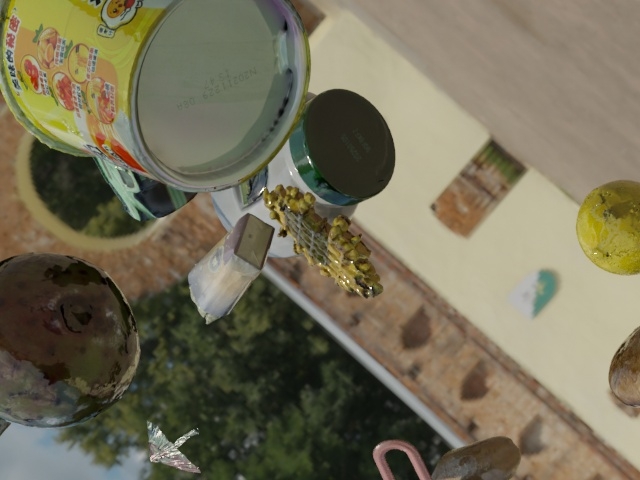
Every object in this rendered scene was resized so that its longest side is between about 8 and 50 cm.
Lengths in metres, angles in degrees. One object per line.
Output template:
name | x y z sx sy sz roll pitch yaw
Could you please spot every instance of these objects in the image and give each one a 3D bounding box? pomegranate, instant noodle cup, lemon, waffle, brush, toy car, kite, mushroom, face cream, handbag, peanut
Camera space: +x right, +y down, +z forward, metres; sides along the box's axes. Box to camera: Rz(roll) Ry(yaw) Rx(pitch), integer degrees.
pomegranate | -0.361 0.158 1.443 0.242 0.306 0.242 13 -138 -12
instant noodle cup | -0.149 -0.169 1.055 0.200 0.264 0.264 31 178 42
lemon | 0.552 -0.024 2.008 0.206 0.173 0.173 -5 -141 -42
waffle | 0.000 0.000 1.864 0.232 0.051 0.228 16 149 55
brush | 0.133 0.355 1.515 0.047 0.103 0.233 -68 -40 -56
toy car | -0.227 -0.128 1.457 0.125 0.136 0.306 46 164 36
kite | -0.261 0.368 1.993 0.139 0.157 0.011 44 -140 -10
mushroom | 0.623 0.194 1.940 0.146 0.278 0.278 54 -174 -1
face cream | -0.047 -0.130 2.102 0.219 0.357 0.312 -1 -104 -39
handbag | -0.152 0.047 1.832 0.095 0.173 0.117 31 -142 -11
peanut | 0.223 0.329 1.604 0.076 0.152 0.076 38 -145 -33
